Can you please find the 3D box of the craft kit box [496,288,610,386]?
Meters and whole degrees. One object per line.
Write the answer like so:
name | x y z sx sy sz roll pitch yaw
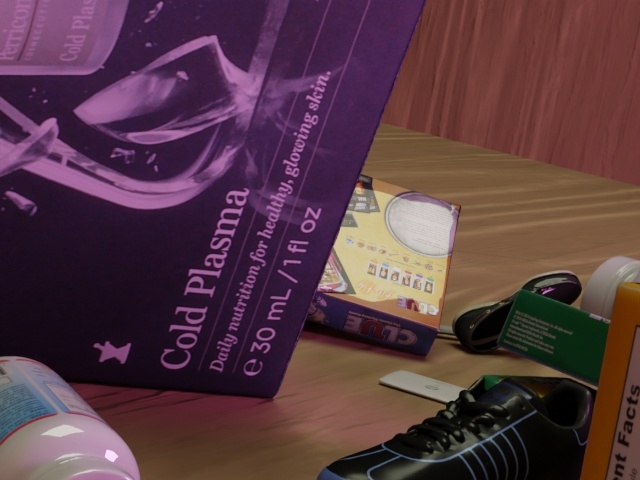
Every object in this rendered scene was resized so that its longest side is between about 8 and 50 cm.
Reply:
craft kit box | 0.306 0.124 1.330 0.250 0.061 0.246 22 -4 45

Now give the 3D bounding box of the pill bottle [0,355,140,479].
pill bottle | -0.147 0.124 0.898 0.087 0.087 0.160 6 11 -27

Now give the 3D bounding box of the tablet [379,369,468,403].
tablet | 0.095 0.124 1.417 0.083 0.006 0.054 15 11 23

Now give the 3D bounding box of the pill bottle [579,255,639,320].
pill bottle | 0.351 0.087 1.572 0.124 0.124 0.221 3 12 -41

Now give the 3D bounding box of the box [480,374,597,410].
box | 0.199 0.143 1.317 0.105 0.043 0.179 5 9 -38

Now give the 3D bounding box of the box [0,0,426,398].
box | -0.208 -0.171 1.203 0.471 0.480 0.297 7 32 -21

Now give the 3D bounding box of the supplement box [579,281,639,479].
supplement box | 0.329 0.159 0.906 0.195 0.194 0.356 2 13 -40

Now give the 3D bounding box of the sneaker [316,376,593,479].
sneaker | 0.089 0.134 1.094 0.232 0.090 0.081 2 13 -45

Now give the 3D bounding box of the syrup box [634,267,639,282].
syrup box | 0.370 0.073 1.396 0.096 0.093 0.237 23 -1 -44

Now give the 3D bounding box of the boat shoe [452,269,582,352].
boat shoe | 0.192 0.069 1.612 0.133 0.049 0.042 -22 26 -11

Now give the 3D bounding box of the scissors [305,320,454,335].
scissors | 0.011 0.065 1.616 0.297 0.021 0.109 4 11 -29

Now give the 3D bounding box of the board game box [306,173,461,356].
board game box | 0.000 0.000 1.574 0.243 0.042 0.165 18 46 -3
